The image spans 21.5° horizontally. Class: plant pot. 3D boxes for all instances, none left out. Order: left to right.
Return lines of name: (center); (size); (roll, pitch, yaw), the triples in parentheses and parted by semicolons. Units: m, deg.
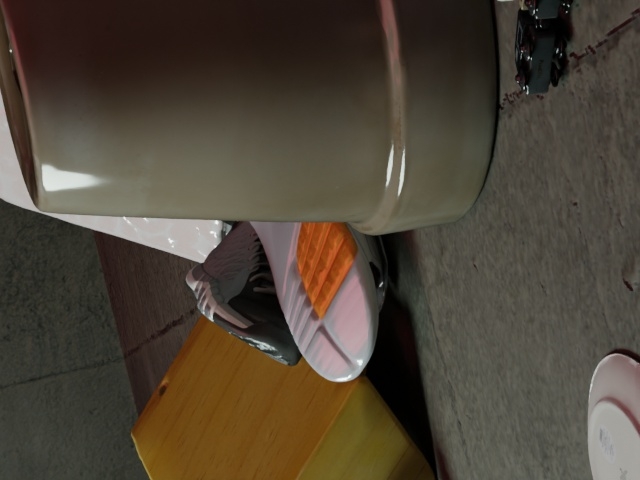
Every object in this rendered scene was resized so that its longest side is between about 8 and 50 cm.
plant pot: (-0.072, -0.138, 1.124); (0.323, 0.280, 0.323); (166, 90, -77)

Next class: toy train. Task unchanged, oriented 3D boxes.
toy train: (0.120, -0.144, 0.887); (0.158, 0.027, 0.036); (91, 171, -47)

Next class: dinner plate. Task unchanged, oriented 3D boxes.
dinner plate: (0.176, 0.133, 0.940); (0.141, 0.017, 0.141); (168, 90, -77)

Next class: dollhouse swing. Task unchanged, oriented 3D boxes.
dollhouse swing: (0.028, 0.235, 1.528); (0.315, 0.305, 0.347); (-58, 24, 5)

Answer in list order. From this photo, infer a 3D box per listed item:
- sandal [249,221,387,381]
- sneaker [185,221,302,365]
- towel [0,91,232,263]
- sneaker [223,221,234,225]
sandal: (0.005, -0.008, 1.357); (0.102, 0.076, 0.265); (-52, 48, 35)
sneaker: (-0.044, 0.016, 1.438); (0.132, 0.086, 0.229); (-58, 23, 2)
towel: (-0.241, -0.142, 1.806); (0.053, 0.317, 0.332); (-59, -21, -43)
sneaker: (-0.071, -0.055, 1.620); (0.232, 0.081, 0.090); (-126, 23, -73)
